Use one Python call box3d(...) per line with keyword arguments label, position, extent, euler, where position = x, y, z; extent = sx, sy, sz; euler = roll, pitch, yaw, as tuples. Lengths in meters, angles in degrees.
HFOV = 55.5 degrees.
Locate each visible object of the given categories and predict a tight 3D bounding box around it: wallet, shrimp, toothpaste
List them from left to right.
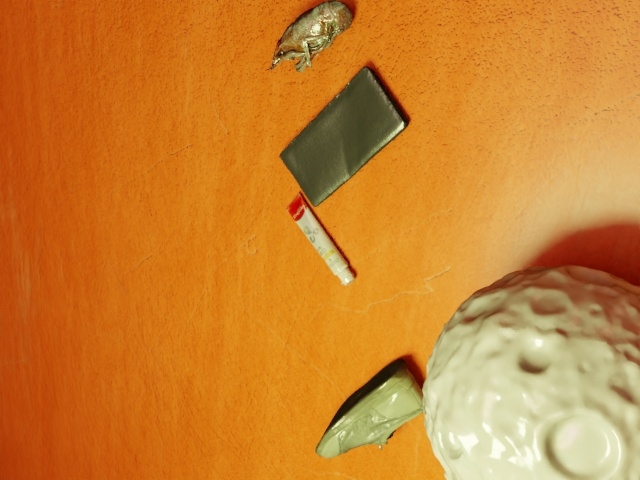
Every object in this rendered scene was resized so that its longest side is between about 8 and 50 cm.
box3d(label="shrimp", position=(-0.024, -0.331, 1.007), extent=(0.190, 0.075, 0.073), euler=(-30, 116, 33))
box3d(label="toothpaste", position=(0.000, 0.000, 1.107), extent=(0.190, 0.031, 0.048), euler=(54, 131, 16))
box3d(label="wallet", position=(0.034, -0.169, 1.032), extent=(0.244, 0.025, 0.124), euler=(-40, 78, 37))

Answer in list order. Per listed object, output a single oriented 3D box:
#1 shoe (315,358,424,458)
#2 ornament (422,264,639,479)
box3d(label="shoe", position=(0.088, 0.322, 1.087), extent=(0.098, 0.103, 0.275), euler=(45, 127, 5))
box3d(label="ornament", position=(0.283, 0.191, 0.744), extent=(0.337, 0.337, 0.337), euler=(12, 110, 35))
